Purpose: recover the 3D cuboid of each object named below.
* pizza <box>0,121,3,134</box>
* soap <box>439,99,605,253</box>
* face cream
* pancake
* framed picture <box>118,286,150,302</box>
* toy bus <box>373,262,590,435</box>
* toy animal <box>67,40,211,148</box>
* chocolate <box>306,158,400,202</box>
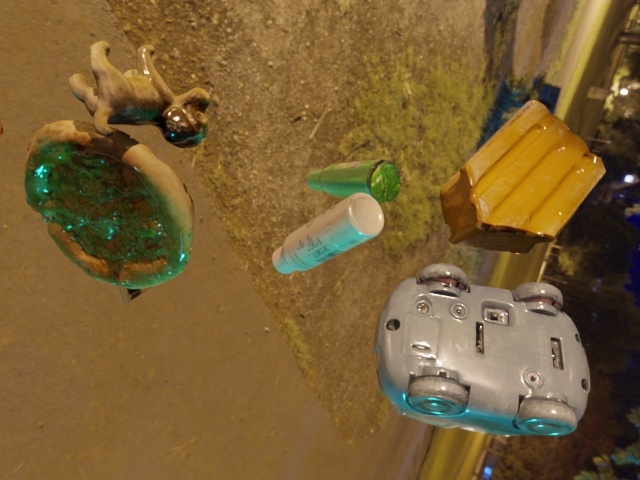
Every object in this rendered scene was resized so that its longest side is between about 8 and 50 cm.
[{"bbox_3d":[-0.635,-0.210,0.891,0.074,0.288,0.251,55,31,-46],"label":"pizza"},{"bbox_3d":[0.286,-0.077,0.729,0.257,0.160,0.080,-41,174,-26],"label":"soap"},{"bbox_3d":[0.000,0.000,0.910,0.082,0.269,0.081,16,61,-31],"label":"face cream"},{"bbox_3d":[-0.410,-0.051,0.955,0.071,0.383,0.381,-60,155,-49],"label":"pancake"},{"bbox_3d":[-0.459,0.031,1.346,0.250,0.016,0.183,-41,127,-57],"label":"framed picture"},{"bbox_3d":[0.216,0.184,0.729,0.231,0.295,0.197,97,3,-56],"label":"toy bus"},{"bbox_3d":[-0.291,-0.237,0.835,0.233,0.121,0.168,-13,75,-58],"label":"toy animal"},{"bbox_3d":[0.067,-0.154,1.278,0.110,0.291,0.110,-6,100,-36],"label":"chocolate"}]
